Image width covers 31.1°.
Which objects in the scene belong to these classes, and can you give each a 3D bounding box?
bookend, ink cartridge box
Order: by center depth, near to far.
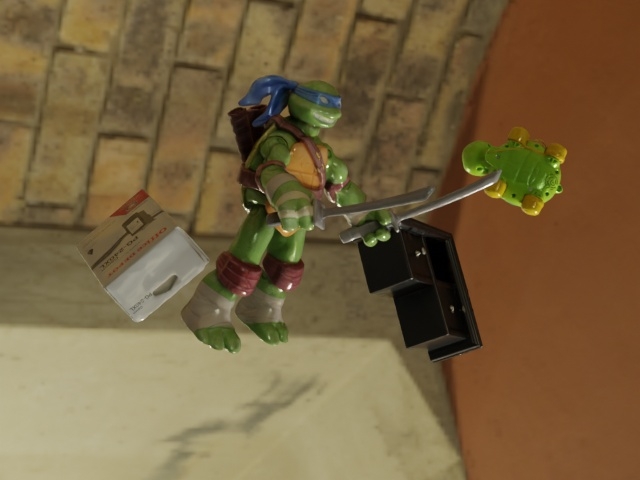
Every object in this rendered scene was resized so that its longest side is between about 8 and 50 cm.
[{"bbox_3d":[-0.207,0.015,1.325,0.109,0.063,0.150,-41,-150,-6],"label":"ink cartridge box"},{"bbox_3d":[0.119,0.061,1.416,0.072,0.157,0.156,-22,-110,26],"label":"bookend"}]

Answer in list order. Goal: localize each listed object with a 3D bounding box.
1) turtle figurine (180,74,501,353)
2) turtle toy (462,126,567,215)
[{"bbox_3d":[0.000,0.000,1.115,0.266,0.275,0.198,-62,-175,19],"label":"turtle figurine"},{"bbox_3d":[0.235,-0.086,1.408,0.095,0.130,0.066,-63,171,-9],"label":"turtle toy"}]
